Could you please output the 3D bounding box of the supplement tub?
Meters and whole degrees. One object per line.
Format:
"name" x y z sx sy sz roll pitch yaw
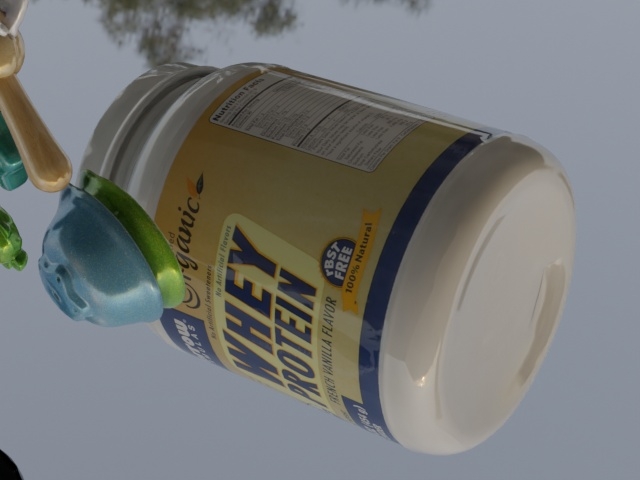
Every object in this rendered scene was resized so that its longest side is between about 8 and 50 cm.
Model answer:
"supplement tub" 0.000 0.000 1.039 0.316 0.228 0.228 19 -132 30

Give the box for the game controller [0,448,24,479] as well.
"game controller" -0.336 0.217 0.911 0.319 0.067 0.166 -5 -99 5

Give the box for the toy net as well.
"toy net" -0.126 -0.059 0.578 0.045 0.232 0.122 -36 -131 -23
